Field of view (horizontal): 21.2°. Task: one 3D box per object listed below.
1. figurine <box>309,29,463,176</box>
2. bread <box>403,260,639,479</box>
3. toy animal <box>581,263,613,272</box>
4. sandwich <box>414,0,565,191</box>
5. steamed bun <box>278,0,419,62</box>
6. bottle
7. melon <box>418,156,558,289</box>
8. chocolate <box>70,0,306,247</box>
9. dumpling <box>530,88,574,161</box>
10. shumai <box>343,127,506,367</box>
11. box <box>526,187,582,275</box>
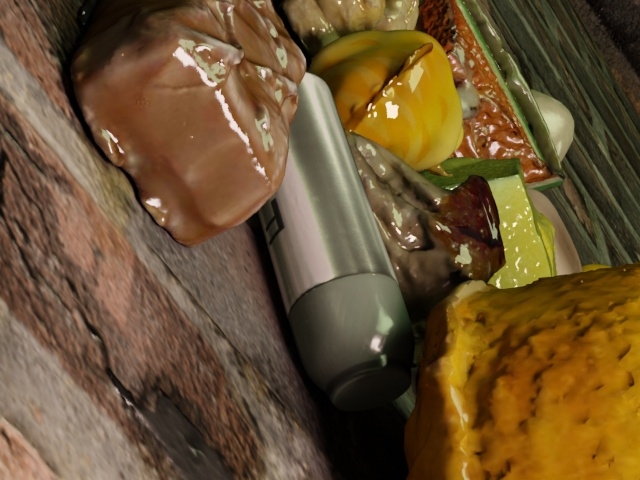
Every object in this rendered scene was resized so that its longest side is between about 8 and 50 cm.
[{"bbox_3d":[0.063,-0.116,1.489,0.156,0.131,0.246,40,3,3],"label":"figurine"},{"bbox_3d":[0.190,0.194,1.153,0.398,0.215,0.398,49,32,-47],"label":"bread"},{"bbox_3d":[0.418,0.116,1.947,0.345,0.247,0.277,23,41,-65],"label":"toy animal"},{"bbox_3d":[0.148,-0.147,1.810,0.292,0.109,0.212,51,26,-26],"label":"sandwich"},{"bbox_3d":[0.018,-0.250,1.567,0.192,0.106,0.177,65,15,13],"label":"steamed bun"},{"bbox_3d":[0.000,0.000,1.190,0.096,0.079,0.253,98,-22,-56],"label":"bottle"},{"bbox_3d":[0.180,0.078,1.522,0.323,0.124,0.196,65,19,-7],"label":"melon"},{"bbox_3d":[-0.077,-0.107,1.091,0.148,0.093,0.214,52,20,-27],"label":"chocolate"},{"bbox_3d":[0.215,-0.132,1.992,0.155,0.111,0.181,26,2,-14],"label":"dumpling"},{"bbox_3d":[0.076,-0.011,1.313,0.201,0.120,0.201,-21,90,-82],"label":"shumai"},{"bbox_3d":[0.213,0.025,1.752,0.146,0.088,0.200,62,15,-14],"label":"box"}]
